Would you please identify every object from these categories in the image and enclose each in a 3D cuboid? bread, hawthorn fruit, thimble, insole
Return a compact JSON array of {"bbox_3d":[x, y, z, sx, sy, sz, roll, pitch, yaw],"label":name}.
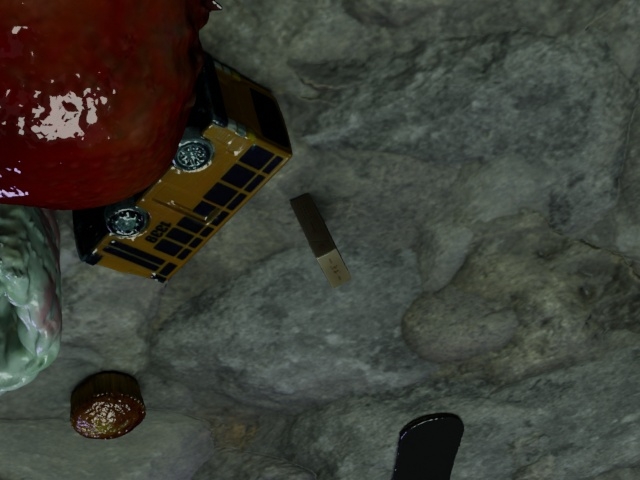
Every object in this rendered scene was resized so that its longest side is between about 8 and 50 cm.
[{"bbox_3d":[-0.235,0.190,1.403,0.085,0.053,0.085,-9,139,-8],"label":"bread"},{"bbox_3d":[-0.227,-0.155,0.876,0.307,0.265,0.265,12,135,-3],"label":"hawthorn fruit"},{"bbox_3d":[-0.317,0.032,1.131,0.185,0.149,0.211,18,129,-30],"label":"thimble"},{"bbox_3d":[0.126,0.338,1.720,0.119,0.009,0.348,-6,139,-14],"label":"insole"}]

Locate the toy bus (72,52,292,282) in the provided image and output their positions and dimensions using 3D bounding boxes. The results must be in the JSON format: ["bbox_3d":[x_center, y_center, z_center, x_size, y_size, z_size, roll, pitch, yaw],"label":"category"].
[{"bbox_3d":[-0.126,-0.057,1.128,0.114,0.098,0.201,25,124,-37],"label":"toy bus"}]

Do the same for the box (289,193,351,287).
[{"bbox_3d":[0.000,0.000,1.240,0.024,0.083,0.053,-26,138,2],"label":"box"}]
